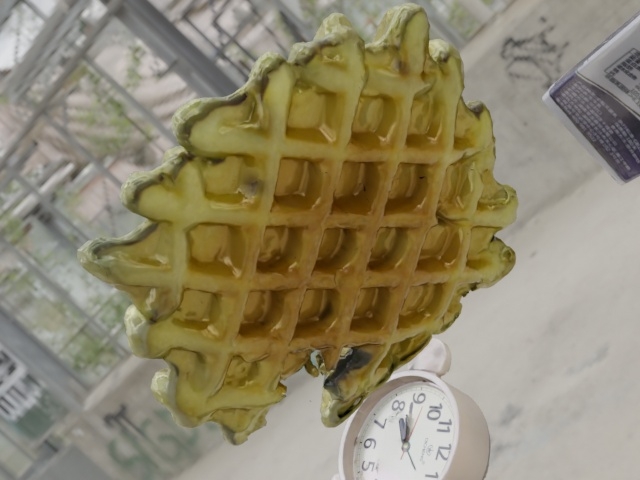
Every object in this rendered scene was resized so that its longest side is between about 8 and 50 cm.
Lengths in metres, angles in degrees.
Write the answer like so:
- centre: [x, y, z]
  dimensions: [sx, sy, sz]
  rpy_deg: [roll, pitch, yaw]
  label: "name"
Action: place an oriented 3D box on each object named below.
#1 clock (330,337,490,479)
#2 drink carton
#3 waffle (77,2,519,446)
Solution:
- centre: [0.092, 0.210, 1.114]
  dimensions: [0.156, 0.063, 0.229]
  rpy_deg: [-6, 59, 46]
  label: "clock"
- centre: [0.268, -0.137, 0.802]
  dimensions: [0.134, 0.102, 0.222]
  rpy_deg: [-39, -3, -11]
  label: "drink carton"
- centre: [0.001, 0.001, 0.647]
  dimensions: [0.261, 0.250, 0.056]
  rpy_deg: [-40, 41, -8]
  label: "waffle"
